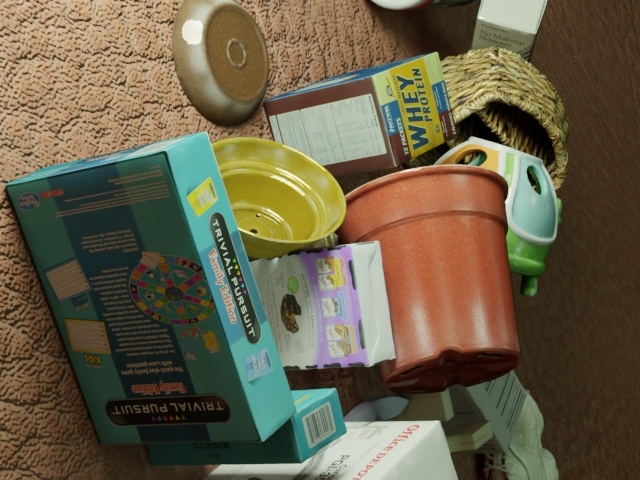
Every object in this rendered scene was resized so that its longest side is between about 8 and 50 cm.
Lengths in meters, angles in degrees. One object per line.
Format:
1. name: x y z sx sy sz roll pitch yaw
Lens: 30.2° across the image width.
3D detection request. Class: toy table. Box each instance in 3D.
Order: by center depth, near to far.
1. toy table: 0.143 0.336 1.835 0.274 0.161 0.252 -39 115 -51

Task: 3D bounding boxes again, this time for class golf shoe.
1. golf shoe: 0.342 0.375 2.143 0.140 0.115 0.306 -47 120 -43

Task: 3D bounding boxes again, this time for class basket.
1. basket: 0.317 -0.170 2.122 0.299 0.213 0.223 43 50 -40

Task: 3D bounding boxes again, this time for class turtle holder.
1. turtle holder: 0.308 -0.040 2.008 0.320 0.243 0.227 16 95 -21

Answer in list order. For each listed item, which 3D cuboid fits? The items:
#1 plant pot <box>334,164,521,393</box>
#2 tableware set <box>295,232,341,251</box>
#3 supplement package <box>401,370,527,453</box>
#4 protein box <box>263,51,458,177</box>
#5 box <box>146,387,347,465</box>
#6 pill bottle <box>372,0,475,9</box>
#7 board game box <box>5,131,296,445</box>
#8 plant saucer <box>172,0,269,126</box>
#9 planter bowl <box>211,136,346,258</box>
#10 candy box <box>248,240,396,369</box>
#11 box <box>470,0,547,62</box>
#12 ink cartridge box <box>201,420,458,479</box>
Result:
1. plant pot: 0.167 0.069 1.717 0.272 0.272 0.265 20 54 -51
2. tableware set: 0.000 0.000 1.807 0.194 0.039 0.128 17 58 -58
3. supplement package: 0.226 0.231 1.985 0.244 0.139 0.134 58 43 -31
4. protein box: 0.063 -0.184 1.786 0.200 0.201 0.136 -29 107 -52
5. box: -0.096 0.229 1.452 0.100 0.244 0.060 -23 102 -53
6. pill bottle: 0.207 -0.494 2.065 0.318 0.176 0.176 -18 98 -53
7. board game box: -0.193 0.064 1.346 0.079 0.253 0.336 -34 111 -52
8. plant saucer: -0.130 -0.262 1.679 0.198 0.036 0.199 12 75 -52
9. planter bowl: -0.081 -0.040 1.620 0.217 0.217 0.090 -41 159 -49
10. candy box: -0.003 0.093 1.647 0.070 0.196 0.165 -9 91 -50
11. box: 0.330 -0.347 2.144 0.275 0.113 0.094 85 23 -66
12. ink cartridge box: 0.011 0.328 1.548 0.207 0.283 0.117 -30 108 -52
